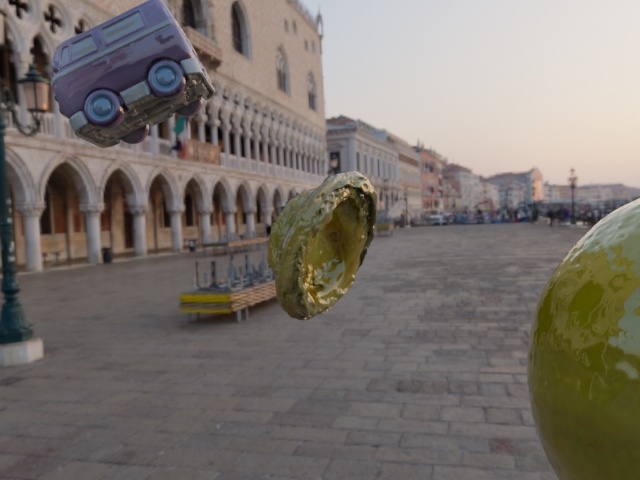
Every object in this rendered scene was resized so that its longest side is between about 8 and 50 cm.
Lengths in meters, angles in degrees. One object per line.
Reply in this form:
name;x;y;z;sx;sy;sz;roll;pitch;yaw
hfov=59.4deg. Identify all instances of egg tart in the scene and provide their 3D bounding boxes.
egg tart;0.000;0.000;1.000;0.118;0.288;0.288;23;16;31

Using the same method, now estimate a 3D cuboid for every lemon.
lemon;0.334;0.108;0.415;0.347;0.348;0.348;-3;2;0

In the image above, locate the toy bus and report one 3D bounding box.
toy bus;-0.273;-0.233;0.810;0.202;0.142;0.142;-27;0;-1
